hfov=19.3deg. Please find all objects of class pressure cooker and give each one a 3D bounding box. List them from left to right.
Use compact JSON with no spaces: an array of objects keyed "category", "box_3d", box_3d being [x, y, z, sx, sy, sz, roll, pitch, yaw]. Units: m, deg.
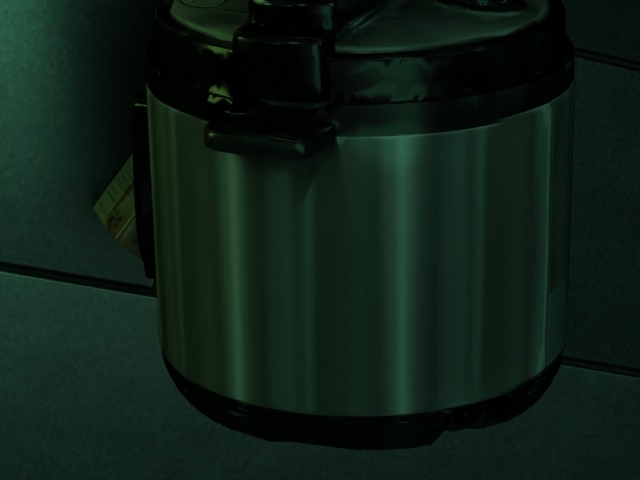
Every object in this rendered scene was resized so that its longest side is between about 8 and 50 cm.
[{"category":"pressure cooker","box_3d":[0.037,-0.078,1.592,0.375,0.370,0.420,-8,112,-19]}]

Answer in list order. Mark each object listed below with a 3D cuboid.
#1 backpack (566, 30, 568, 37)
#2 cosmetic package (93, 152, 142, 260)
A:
[{"category":"backpack","box_3d":[0.143,-0.211,1.832,0.158,0.117,0.173,-46,145,0]},{"category":"cosmetic package","box_3d":[-0.069,-0.094,1.824,0.153,0.129,0.296,34,93,-22]}]
